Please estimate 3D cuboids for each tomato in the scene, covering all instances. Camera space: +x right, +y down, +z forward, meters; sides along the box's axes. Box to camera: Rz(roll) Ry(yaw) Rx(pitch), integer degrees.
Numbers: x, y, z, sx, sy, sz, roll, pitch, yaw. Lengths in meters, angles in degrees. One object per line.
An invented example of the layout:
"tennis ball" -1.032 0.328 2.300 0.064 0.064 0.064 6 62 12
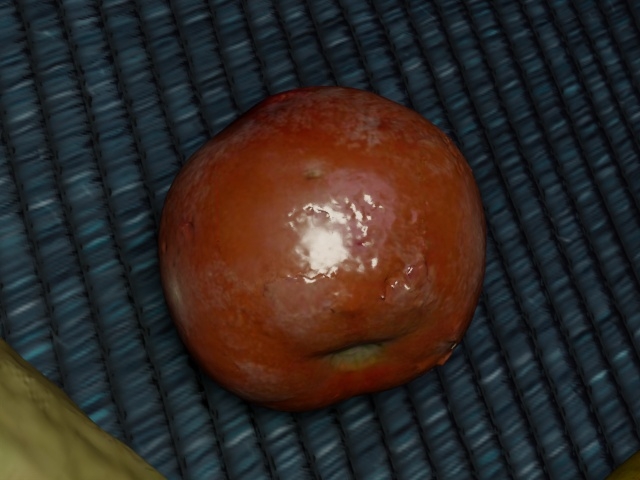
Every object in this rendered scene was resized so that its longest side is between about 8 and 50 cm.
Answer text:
"tomato" 0.000 0.000 1.144 0.208 0.208 0.184 3 52 -31

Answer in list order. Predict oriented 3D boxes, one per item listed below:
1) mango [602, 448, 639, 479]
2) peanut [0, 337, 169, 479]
"mango" 0.254 0.227 1.157 0.317 0.173 0.211 -30 81 -31
"peanut" -0.158 0.172 0.925 0.387 0.169 0.192 39 28 -1
